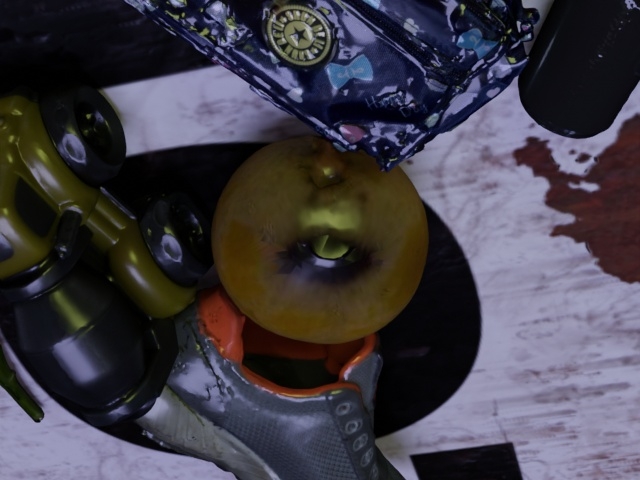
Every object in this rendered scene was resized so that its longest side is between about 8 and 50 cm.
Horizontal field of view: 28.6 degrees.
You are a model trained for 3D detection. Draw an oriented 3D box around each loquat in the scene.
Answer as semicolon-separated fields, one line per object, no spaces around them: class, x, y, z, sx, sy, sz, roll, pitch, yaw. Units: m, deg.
loquat;0.000;0.000;0.871;0.163;0.137;0.163;-12;138;-11

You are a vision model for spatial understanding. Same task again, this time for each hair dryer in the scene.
hair dryer;0.239;-0.071;0.759;0.248;0.070;0.114;37;136;15

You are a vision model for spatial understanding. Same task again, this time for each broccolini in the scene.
broccolini;-0.276;0.085;1.047;0.044;0.042;0.218;12;147;31

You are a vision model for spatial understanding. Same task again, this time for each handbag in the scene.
handbag;0.003;-0.155;0.734;0.260;0.113;0.162;35;121;-19

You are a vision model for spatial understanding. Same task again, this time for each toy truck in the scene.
toy truck;-0.181;0.013;0.872;0.147;0.165;0.224;-20;129;21

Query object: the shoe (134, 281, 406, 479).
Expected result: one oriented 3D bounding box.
shoe;0.001;0.134;1.025;0.171;0.132;0.336;-39;119;23
